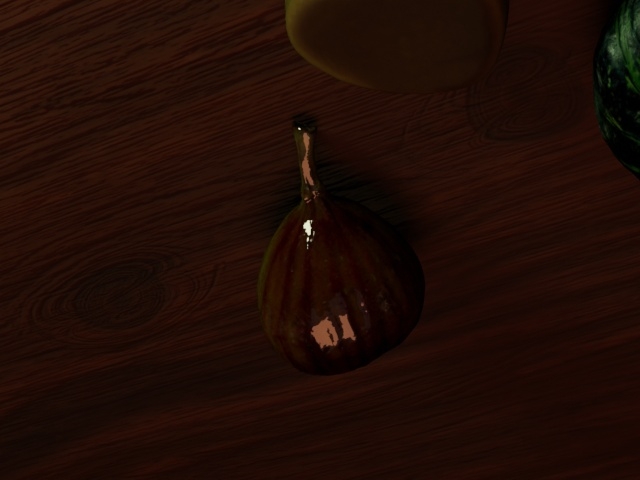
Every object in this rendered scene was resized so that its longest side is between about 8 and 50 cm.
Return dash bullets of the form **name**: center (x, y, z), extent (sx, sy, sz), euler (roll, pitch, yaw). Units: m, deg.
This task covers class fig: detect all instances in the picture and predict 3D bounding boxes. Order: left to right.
- **fig**: center (0.000, 0.000, 1.871), extent (0.217, 0.217, 0.321), euler (-10, 120, 16)

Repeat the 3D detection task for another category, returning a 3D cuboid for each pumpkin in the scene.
- **pumpkin**: center (0.428, -0.150, 1.564), extent (0.315, 0.238, 0.315), euler (11, 142, 9)

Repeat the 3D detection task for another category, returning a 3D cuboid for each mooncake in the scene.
- **mooncake**: center (0.091, -0.250, 1.562), extent (0.234, 0.117, 0.235), euler (1, 145, 1)
